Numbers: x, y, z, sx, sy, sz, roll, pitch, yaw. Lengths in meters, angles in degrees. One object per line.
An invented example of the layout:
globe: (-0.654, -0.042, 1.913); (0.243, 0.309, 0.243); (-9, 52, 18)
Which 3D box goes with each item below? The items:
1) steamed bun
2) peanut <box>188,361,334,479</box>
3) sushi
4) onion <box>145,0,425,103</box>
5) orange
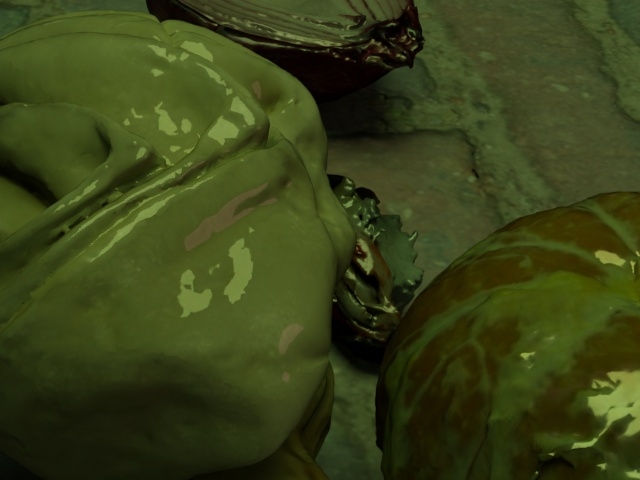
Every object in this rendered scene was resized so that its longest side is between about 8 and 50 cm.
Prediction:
steamed bun: (-0.134, -0.019, 0.832); (0.276, 0.203, 0.289); (-18, 48, 28)
peanut: (-0.056, 0.128, 0.903); (0.147, 0.147, 0.305); (1, 41, -7)
sushi: (0.003, -0.002, 1.108); (0.103, 0.097, 0.226); (-24, 46, -33)
onion: (-0.023, -0.185, 1.320); (0.227, 0.120, 0.283); (-25, 44, -37)
orange: (0.195, 0.118, 0.862); (0.329, 0.249, 0.329); (6, 34, -4)
